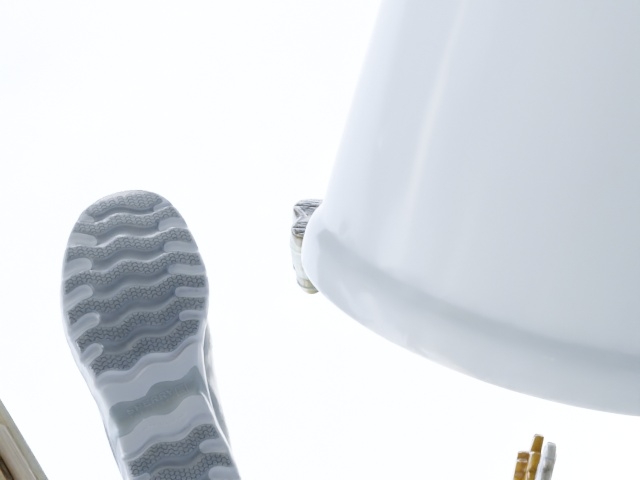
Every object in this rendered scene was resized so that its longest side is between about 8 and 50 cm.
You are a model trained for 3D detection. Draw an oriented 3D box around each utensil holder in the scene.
[{"bbox_3d":[0.187,-0.123,1.169,0.327,0.328,0.385,-8,-63,-54],"label":"utensil holder"}]

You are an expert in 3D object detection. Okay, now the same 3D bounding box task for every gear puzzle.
[{"bbox_3d":[0.155,0.258,1.439,0.339,0.044,0.175,-63,-15,-61],"label":"gear puzzle"}]

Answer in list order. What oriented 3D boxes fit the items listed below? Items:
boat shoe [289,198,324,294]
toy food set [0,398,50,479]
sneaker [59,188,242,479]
[{"bbox_3d":[0.002,0.000,1.419,0.153,0.056,0.048,-75,-10,-74],"label":"boat shoe"},{"bbox_3d":[-0.284,0.250,1.255,0.220,0.306,0.092,-32,-21,-8],"label":"toy food set"},{"bbox_3d":[-0.124,0.102,1.229,0.105,0.281,0.115,-9,-17,-9],"label":"sneaker"}]
